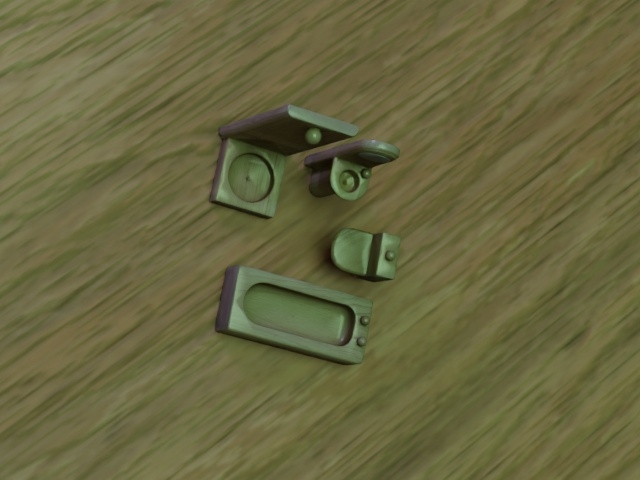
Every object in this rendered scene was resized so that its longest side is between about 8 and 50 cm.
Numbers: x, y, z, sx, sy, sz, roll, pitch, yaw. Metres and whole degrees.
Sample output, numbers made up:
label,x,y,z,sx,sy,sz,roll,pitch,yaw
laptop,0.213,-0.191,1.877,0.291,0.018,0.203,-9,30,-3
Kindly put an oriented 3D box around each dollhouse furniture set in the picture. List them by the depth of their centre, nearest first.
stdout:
label,x,y,z,sx,sy,sz,roll,pitch,yaw
dollhouse furniture set,0.000,0.000,1.463,0.144,0.123,0.151,16,78,-24
